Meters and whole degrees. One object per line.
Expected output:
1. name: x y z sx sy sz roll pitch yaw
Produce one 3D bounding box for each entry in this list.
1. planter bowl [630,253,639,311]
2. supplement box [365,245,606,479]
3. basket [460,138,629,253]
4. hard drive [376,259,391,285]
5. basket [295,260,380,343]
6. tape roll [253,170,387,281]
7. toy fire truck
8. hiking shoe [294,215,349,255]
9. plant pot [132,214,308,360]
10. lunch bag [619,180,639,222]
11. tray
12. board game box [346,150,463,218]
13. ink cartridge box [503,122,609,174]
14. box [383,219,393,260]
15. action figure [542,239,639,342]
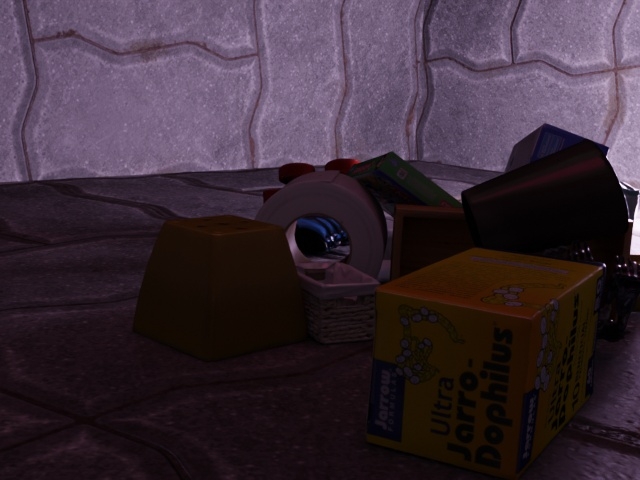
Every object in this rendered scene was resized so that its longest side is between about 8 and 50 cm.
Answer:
1. planter bowl: 0.601 0.087 1.875 0.217 0.090 0.217 3 11 -1
2. supplement box: 0.224 0.137 1.226 0.195 0.194 0.356 9 13 28
3. basket: 0.358 -0.055 1.566 0.227 0.154 0.204 -18 27 2
4. hard drive: 0.221 0.084 1.930 0.307 0.040 0.203 5 11 14
5. basket: 0.016 0.102 1.601 0.113 0.103 0.167 -2 11 -24
6. tape roll: 0.000 0.000 1.769 0.246 0.246 0.169 4 11 6
7. toy fire truck: 0.003 -0.097 2.577 0.302 0.169 0.254 -4 -16 3
8. hiking shoe: 0.015 -0.008 2.268 0.304 0.113 0.132 4 44 -20
9. plant pot: -0.159 0.063 1.540 0.212 0.187 0.212 -8 15 -43
10. lunch bag: 0.623 -0.035 2.178 0.160 0.223 0.262 10 9 6
11. tray: 0.332 0.049 1.699 0.411 0.203 0.076 3 10 0
12. board game box: 0.211 -0.051 1.830 0.317 0.046 0.213 36 -11 -12
13. ink cartridge box: 0.457 -0.079 1.979 0.151 0.270 0.395 20 -1 4
14. box: 0.138 0.012 2.123 0.087 0.101 0.102 11 15 37
15. action figure: 0.421 0.083 1.483 0.164 0.141 0.276 11 -19 8
